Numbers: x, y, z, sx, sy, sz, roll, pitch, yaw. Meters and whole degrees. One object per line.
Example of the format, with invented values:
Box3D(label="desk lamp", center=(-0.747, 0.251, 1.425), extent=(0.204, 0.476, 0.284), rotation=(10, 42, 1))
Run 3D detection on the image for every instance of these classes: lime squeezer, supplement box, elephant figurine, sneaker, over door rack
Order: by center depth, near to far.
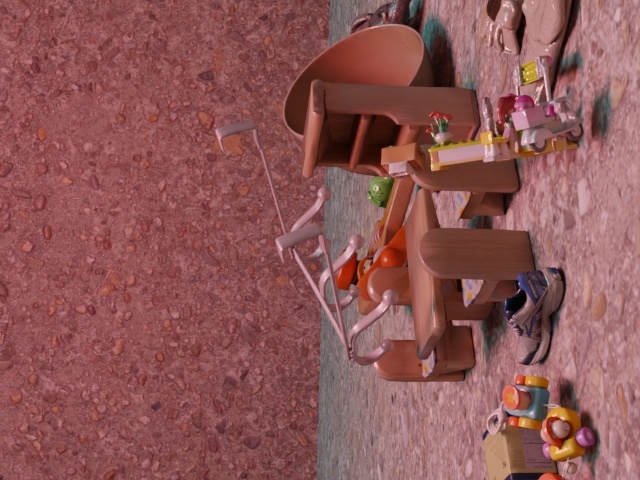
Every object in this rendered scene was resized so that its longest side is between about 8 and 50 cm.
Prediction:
Box3D(label="sneaker", center=(0.238, 0.088, 1.004), extent=(0.052, 0.058, 0.135), rotation=(-99, 12, -59))
Box3D(label="supplement box", center=(0.234, 0.256, 1.016), extent=(0.083, 0.056, 0.083), rotation=(101, 169, -56))
Box3D(label="over door rack", center=(0.000, 0.000, 1.171), extent=(0.239, 0.108, 0.324), rotation=(58, 179, 40))
Box3D(label="elephant figurine", center=(0.134, -0.406, 1.758), extent=(0.169, 0.186, 0.240), rotation=(8, -85, -54))
Box3D(label="lime squeezer", center=(0.136, -0.118, 1.816), extent=(0.310, 0.058, 0.110), rotation=(105, -173, -68))

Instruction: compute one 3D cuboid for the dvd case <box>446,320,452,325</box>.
Box3D(label="dvd case", center=(0.208, 0.163, 1.458), extent=(0.087, 0.013, 0.119), rotation=(98, 170, -46))

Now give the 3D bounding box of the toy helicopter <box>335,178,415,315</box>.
Box3D(label="toy helicopter", center=(0.134, -0.018, 1.673), extent=(0.235, 0.140, 0.355), rotation=(-88, 13, -76))

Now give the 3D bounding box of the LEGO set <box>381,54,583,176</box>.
Box3D(label="LEGO set", center=(0.190, -0.144, 1.005), extent=(0.287, 0.132, 0.107), rotation=(-4, 95, 58))

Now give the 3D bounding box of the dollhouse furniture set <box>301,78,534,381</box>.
Box3D(label="dollhouse furniture set", center=(0.111, -0.029, 1.277), extent=(0.362, 0.256, 0.394), rotation=(102, 168, -60))

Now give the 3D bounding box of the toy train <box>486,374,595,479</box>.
Box3D(label="toy train", center=(0.222, 0.218, 0.919), extent=(0.125, 0.046, 0.166), rotation=(-59, 32, 23))

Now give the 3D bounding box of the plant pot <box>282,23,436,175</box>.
Box3D(label="plant pot", center=(0.100, -0.228, 1.575), extent=(0.191, 0.284, 0.284), rotation=(51, -157, -39))

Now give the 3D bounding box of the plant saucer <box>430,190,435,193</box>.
Box3D(label="plant saucer", center=(0.204, -0.123, 1.537), extent=(0.083, 0.015, 0.084), rotation=(-178, 90, -83))

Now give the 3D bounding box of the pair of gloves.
Box3D(label="pair of gloves", center=(0.250, -0.297, 1.049), extent=(0.240, 0.042, 0.204), rotation=(-98, 12, -52))
